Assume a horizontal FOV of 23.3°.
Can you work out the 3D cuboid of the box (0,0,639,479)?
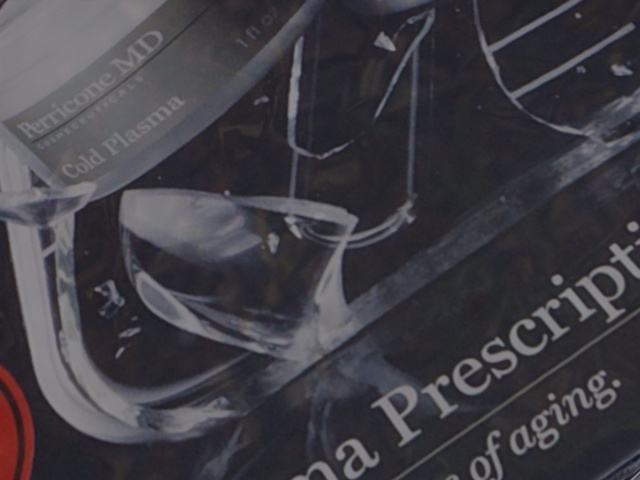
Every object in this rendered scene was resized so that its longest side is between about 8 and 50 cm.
[{"bbox_3d":[0.000,0.000,0.470,0.343,0.312,0.179,-35,143,-3],"label":"box"}]
